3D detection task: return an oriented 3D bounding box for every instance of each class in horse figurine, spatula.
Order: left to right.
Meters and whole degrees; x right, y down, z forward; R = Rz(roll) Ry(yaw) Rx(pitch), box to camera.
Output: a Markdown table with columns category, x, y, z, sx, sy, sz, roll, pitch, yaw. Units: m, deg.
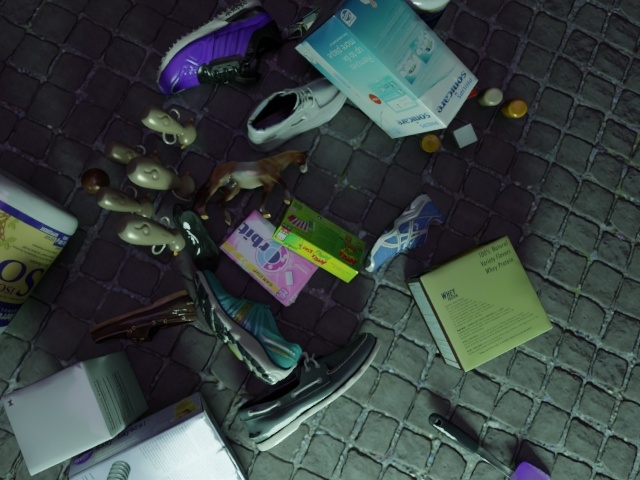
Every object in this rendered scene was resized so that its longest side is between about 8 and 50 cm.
| category | x | y | z | sx | sy | sz | roll | pitch | yaw |
| --- | --- | --- | --- | --- | --- | --- | --- | --- | --- |
| horse figurine | -0.153 | -0.113 | 1.071 | 0.263 | 0.066 | 0.174 | -11 | 50 | 11 |
| spatula | 0.345 | 0.448 | 1.082 | 0.296 | 0.030 | 0.084 | 35 | 83 | 0 |

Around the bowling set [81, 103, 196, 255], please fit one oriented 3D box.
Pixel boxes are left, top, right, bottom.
| category | x | y | z | sx | sy | sz | roll | pitch | yaw |
| --- | --- | --- | --- | --- | --- | --- | --- | --- | --- |
| bowling set | -0.362 | -0.125 | 1.057 | 0.200 | 0.154 | 0.286 | 8 | 83 | 33 |

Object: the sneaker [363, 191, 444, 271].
| category | x | y | z | sx | sy | sz | roll | pitch | yaw |
| --- | --- | --- | --- | --- | --- | --- | --- | --- | --- |
| sneaker | 0.175 | -0.008 | 1.101 | 0.081 | 0.080 | 0.211 | 44 | 83 | 5 |

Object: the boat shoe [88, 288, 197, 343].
| category | x | y | z | sx | sy | sz | roll | pitch | yaw |
| --- | --- | --- | --- | --- | --- | --- | --- | --- | --- |
| boat shoe | -0.349 | 0.166 | 1.036 | 0.207 | 0.073 | 0.073 | -21 | 83 | -7 |

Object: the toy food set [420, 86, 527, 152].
| category | x | y | z | sx | sy | sz | roll | pitch | yaw |
| --- | --- | --- | --- | --- | --- | --- | --- | --- | --- |
| toy food set | 0.320 | -0.277 | 1.157 | 0.232 | 0.104 | 0.111 | -26 | 99 | 10 |

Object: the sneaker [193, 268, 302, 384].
| category | x | y | z | sx | sy | sz | roll | pitch | yaw |
| --- | --- | --- | --- | --- | --- | --- | --- | --- | --- |
| sneaker | -0.152 | 0.161 | 1.045 | 0.275 | 0.107 | 0.110 | 46 | 60 | 10 |

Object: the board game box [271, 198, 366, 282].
| category | x | y | z | sx | sy | sz | roll | pitch | yaw |
| --- | --- | --- | --- | --- | --- | --- | --- | --- | --- |
| board game box | 0.000 | 0.000 | 1.067 | 0.181 | 0.043 | 0.092 | 31 | 43 | -10 |

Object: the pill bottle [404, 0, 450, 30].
| category | x | y | z | sx | sy | sz | roll | pitch | yaw |
| --- | --- | --- | --- | --- | --- | --- | --- | --- | --- |
| pill bottle | 0.172 | -0.481 | 1.068 | 0.153 | 0.264 | 0.153 | 1 | 84 | -6 |

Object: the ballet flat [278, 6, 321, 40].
| category | x | y | z | sx | sy | sz | roll | pitch | yaw |
| --- | --- | --- | --- | --- | --- | --- | --- | --- | --- |
| ballet flat | -0.043 | -0.479 | 1.168 | 0.114 | 0.041 | 0.041 | -32 | 86 | -8 |

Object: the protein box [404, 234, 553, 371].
| category | x | y | z | sx | sy | sz | roll | pitch | yaw |
| --- | --- | --- | --- | --- | --- | --- | --- | --- | --- |
| protein box | 0.314 | 0.126 | 1.068 | 0.200 | 0.136 | 0.201 | -25 | 86 | -7 |

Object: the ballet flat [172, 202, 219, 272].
| category | x | y | z | sx | sy | sz | roll | pitch | yaw |
| --- | --- | --- | --- | --- | --- | --- | --- | --- | --- |
| ballet flat | -0.245 | -0.003 | 1.045 | 0.058 | 0.049 | 0.173 | -28 | 129 | -17 |

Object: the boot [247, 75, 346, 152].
| category | x | y | z | sx | sy | sz | roll | pitch | yaw |
| --- | --- | --- | --- | --- | --- | --- | --- | --- | --- |
| boot | -0.042 | -0.281 | 1.094 | 0.258 | 0.123 | 0.095 | -38 | 87 | -8 |

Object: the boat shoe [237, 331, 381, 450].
| category | x | y | z | sx | sy | sz | roll | pitch | yaw |
| --- | --- | --- | --- | --- | --- | --- | --- | --- | --- |
| boat shoe | -0.022 | 0.276 | 1.031 | 0.319 | 0.116 | 0.099 | -39 | 91 | -3 |

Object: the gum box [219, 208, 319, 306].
| category | x | y | z | sx | sy | sz | roll | pitch | yaw |
| --- | --- | --- | --- | --- | --- | --- | --- | --- | --- |
| gum box | -0.101 | 0.040 | 1.079 | 0.188 | 0.062 | 0.107 | 41 | 80 | 2 |

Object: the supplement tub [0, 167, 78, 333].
| category | x | y | z | sx | sy | sz | roll | pitch | yaw |
| --- | --- | --- | --- | --- | --- | --- | --- | --- | --- |
| supplement tub | -0.636 | 0.034 | 0.945 | 0.241 | 0.241 | 0.331 | 32 | 82 | 0 |

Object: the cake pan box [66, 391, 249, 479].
| category | x | y | z | sx | sy | sz | roll | pitch | yaw |
| --- | --- | --- | --- | --- | --- | --- | --- | --- | --- |
| cake pan box | -0.275 | 0.440 | 0.952 | 0.246 | 0.070 | 0.266 | -25 | 116 | -8 |

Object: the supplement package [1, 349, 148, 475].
| category | x | y | z | sx | sy | sz | roll | pitch | yaw |
| --- | --- | --- | --- | --- | --- | --- | --- | --- | --- |
| supplement package | -0.421 | 0.291 | 0.928 | 0.139 | 0.244 | 0.133 | -24 | 85 | -7 |

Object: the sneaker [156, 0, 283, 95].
| category | x | y | z | sx | sy | sz | roll | pitch | yaw |
| --- | --- | --- | --- | --- | --- | --- | --- | --- | --- |
| sneaker | -0.202 | -0.380 | 1.105 | 0.293 | 0.102 | 0.146 | -40 | 88 | -8 |

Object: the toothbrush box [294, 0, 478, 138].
| category | x | y | z | sx | sy | sz | roll | pitch | yaw |
| --- | --- | --- | --- | --- | --- | --- | --- | --- | --- |
| toothbrush box | 0.124 | -0.350 | 1.031 | 0.296 | 0.216 | 0.126 | 37 | 81 | -21 |
